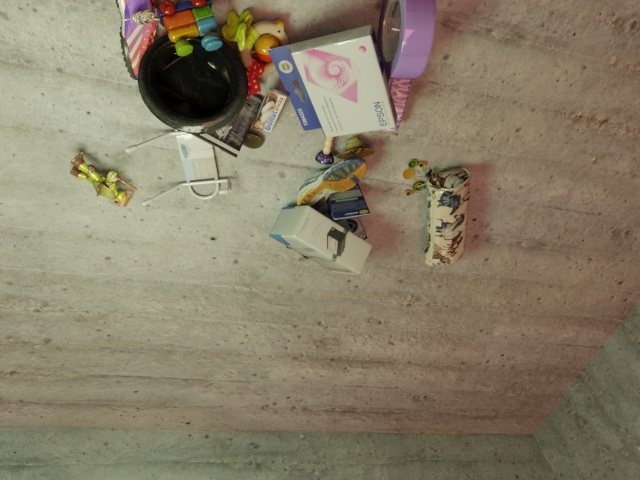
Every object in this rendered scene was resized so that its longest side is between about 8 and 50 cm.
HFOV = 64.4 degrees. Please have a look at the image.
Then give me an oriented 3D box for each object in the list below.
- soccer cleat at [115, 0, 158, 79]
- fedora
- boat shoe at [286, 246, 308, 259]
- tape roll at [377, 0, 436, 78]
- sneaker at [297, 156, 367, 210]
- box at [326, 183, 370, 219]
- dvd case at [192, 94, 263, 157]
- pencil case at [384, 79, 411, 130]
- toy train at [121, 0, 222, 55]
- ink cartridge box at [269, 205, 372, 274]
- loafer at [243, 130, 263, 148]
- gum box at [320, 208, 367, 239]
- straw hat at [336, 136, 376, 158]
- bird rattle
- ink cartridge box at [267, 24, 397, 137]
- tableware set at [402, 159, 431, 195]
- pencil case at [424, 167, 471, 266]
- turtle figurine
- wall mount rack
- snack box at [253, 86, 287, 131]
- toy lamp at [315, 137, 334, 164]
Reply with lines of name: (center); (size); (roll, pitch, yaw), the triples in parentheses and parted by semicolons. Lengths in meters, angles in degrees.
soccer cleat: (-0.518, -0.620, 1.465); (0.116, 0.108, 0.318); (-3, 124, -13)
fedora: (-0.370, -0.451, 1.520); (0.334, 0.334, 0.152); (-10, 170, -3)
boat shoe: (-0.105, 0.006, 2.021); (0.076, 0.080, 0.228); (-40, 130, 17)
tape roll: (0.247, -0.618, 1.497); (0.090, 0.275, 0.275); (-1, 126, -9)
sneaker: (0.030, -0.227, 1.831); (0.296, 0.131, 0.112); (-30, 126, 20)
box: (0.095, -0.136, 1.854); (0.136, 0.225, 0.036); (-8, 126, -4)
dvd case: (-0.300, -0.402, 1.641); (0.164, 0.018, 0.221); (26, 82, -26)
pencil case: (0.248, -0.473, 1.720); (0.088, 0.086, 0.206); (-23, 135, -38)
toy train: (-0.405, -0.578, 1.412); (0.248, 0.105, 0.143); (-21, 86, -12)
ink cartridge box: (0.000, 0.000, 1.878); (0.307, 0.223, 0.129); (31, 76, -26)
loafer: (-0.264, -0.356, 1.739); (0.148, 0.050, 0.056); (10, 128, -36)
gum box: (0.082, -0.052, 2.029); (0.157, 0.041, 0.184); (-24, 127, 8)
straw hat: (0.123, -0.336, 1.812); (0.144, 0.144, 0.061); (-8, 85, -4)
bird rattle: (-0.189, -0.570, 1.552); (0.207, 0.143, 0.253); (-21, 132, -16)
ink cartridge box: (0.040, -0.462, 1.554); (0.330, 0.071, 0.324); (-6, 140, 21)
tableware set: (0.364, -0.239, 1.954); (0.104, 0.024, 0.154); (4, 126, -13)
pencil case: (0.489, -0.084, 2.005); (0.183, 0.160, 0.410); (-20, 129, -16)
turtle figurine: (-0.733, -0.187, 1.711); (0.217, 0.269, 0.087); (37, 70, -9)
wall mount rack: (-0.469, -0.256, 1.722); (0.304, 0.130, 0.350); (-7, 126, -5)
snack box: (-0.168, -0.428, 1.675); (0.064, 0.022, 0.178); (11, 148, -19)
toy lamp: (0.041, -0.398, 1.747); (0.080, 0.080, 0.275); (3, 128, -13)
